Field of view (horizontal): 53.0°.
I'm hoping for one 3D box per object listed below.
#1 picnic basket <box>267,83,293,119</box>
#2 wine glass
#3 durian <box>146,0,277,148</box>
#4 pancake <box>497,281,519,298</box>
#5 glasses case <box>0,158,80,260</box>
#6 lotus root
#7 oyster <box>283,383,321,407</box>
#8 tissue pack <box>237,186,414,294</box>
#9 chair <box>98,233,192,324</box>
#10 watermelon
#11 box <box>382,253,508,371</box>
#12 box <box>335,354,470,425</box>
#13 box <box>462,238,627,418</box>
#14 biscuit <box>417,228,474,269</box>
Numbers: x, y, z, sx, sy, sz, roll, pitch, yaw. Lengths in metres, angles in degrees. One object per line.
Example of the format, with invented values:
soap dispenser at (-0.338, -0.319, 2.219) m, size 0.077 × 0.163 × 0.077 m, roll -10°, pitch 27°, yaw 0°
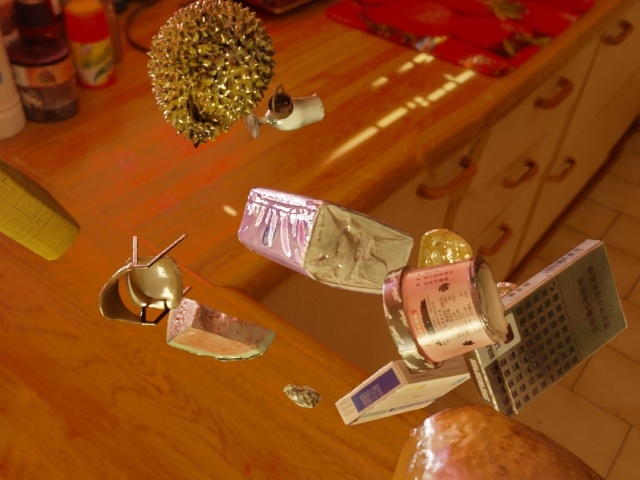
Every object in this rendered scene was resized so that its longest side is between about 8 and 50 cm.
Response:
picnic basket at (-0.103, -0.348, 1.609) m, size 0.072 × 0.083 × 0.072 m, roll -4°, pitch 64°, yaw 8°
wine glass at (-0.105, -0.367, 1.890) m, size 0.222 × 0.103 × 0.103 m, roll -16°, pitch 46°, yaw -20°
durian at (-0.224, -0.349, 1.314) m, size 0.293 × 0.258 × 0.258 m, roll -48°, pitch 51°, yaw 10°
pancake at (0.485, 0.201, 1.655) m, size 0.020 × 0.184 × 0.190 m, roll 4°, pitch 54°, yaw -30°
glasses case at (-0.398, -0.048, 0.828) m, size 0.064 × 0.234 × 0.079 m, roll 25°, pitch 74°, yaw 25°
lotus root at (0.150, 0.223, 0.508) m, size 0.199 × 0.188 × 0.180 m, roll 16°, pitch 40°, yaw -43°
oyster at (-0.044, 0.413, 1.755) m, size 0.098 × 0.037 × 0.100 m, roll 36°, pitch 21°, yaw 9°
tissue pack at (0.000, 0.000, 1.357) m, size 0.242 × 0.160 × 0.338 m, roll 17°, pitch 1°, yaw -30°
chair at (-0.425, 0.104, 1.587) m, size 0.173 × 0.158 × 0.247 m, roll -1°, pitch 23°, yaw -1°
watermelon at (-0.295, 0.260, 1.806) m, size 0.319 × 0.226 × 0.148 m, roll 17°, pitch 73°, yaw 8°
box at (0.178, 0.095, 0.893) m, size 0.135 × 0.151 × 0.151 m, roll -20°, pitch 33°, yaw 28°
box at (0.217, 0.349, 1.536) m, size 0.343 × 0.200 × 0.065 m, roll 6°, pitch 49°, yaw -50°
box at (0.381, 0.149, 1.087) m, size 0.325 × 0.180 × 0.047 m, roll -29°, pitch 18°, yaw -22°
biscuit at (0.252, 0.084, 1.335) m, size 0.118 × 0.247 × 0.029 m, roll 25°, pitch 39°, yaw 32°
